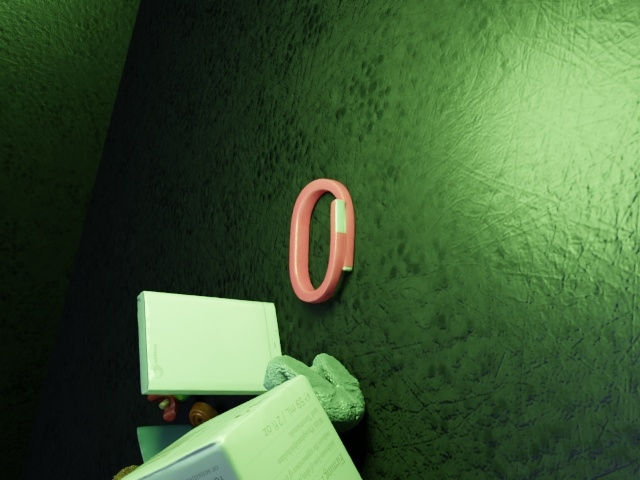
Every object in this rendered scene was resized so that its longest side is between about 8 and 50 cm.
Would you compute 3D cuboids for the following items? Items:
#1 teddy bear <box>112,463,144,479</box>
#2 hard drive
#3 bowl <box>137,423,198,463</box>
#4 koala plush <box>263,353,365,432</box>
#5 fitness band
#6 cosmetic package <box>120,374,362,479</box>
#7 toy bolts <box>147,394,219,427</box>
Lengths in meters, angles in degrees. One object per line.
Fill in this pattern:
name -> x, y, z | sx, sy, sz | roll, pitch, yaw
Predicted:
teddy bear -> -0.521, 0.778, 1.855 | 0.245, 0.113, 0.338 | -14, 69, 52
hard drive -> -0.255, 0.248, 1.645 | 0.047, 0.352, 0.233 | -38, 53, 45
bowl -> -0.358, 0.614, 1.828 | 0.311, 0.163, 0.312 | 162, 90, -77
koala plush -> -0.024, 0.379, 1.434 | 0.203, 0.196, 0.221 | 37, 109, 42
fitness band -> 0.000, 0.000, 1.603 | 0.209, 0.054, 0.291 | -14, 71, 57
cosmetic package -> -0.120, 0.515, 1.221 | 0.327, 0.329, 0.394 | -31, 86, 23
toy bolts -> -0.357, 0.436, 1.997 | 0.228, 0.158, 0.218 | -25, 102, 40
